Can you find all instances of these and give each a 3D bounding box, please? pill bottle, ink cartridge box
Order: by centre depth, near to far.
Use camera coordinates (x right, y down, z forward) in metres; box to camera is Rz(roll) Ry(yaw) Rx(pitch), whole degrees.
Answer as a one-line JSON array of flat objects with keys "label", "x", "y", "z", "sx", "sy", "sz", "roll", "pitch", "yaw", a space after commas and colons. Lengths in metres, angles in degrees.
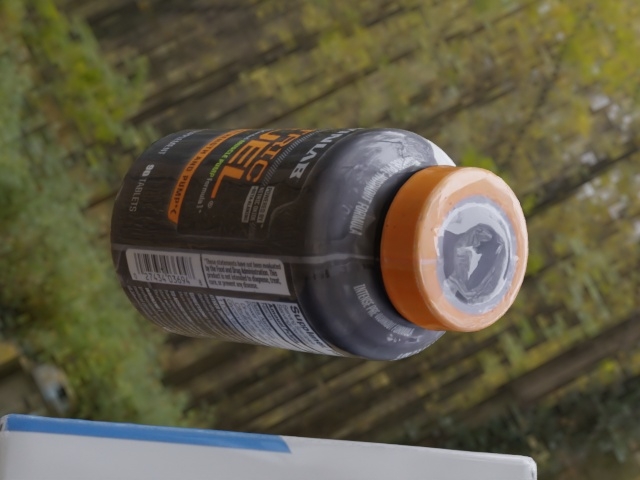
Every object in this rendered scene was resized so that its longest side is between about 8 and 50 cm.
[{"label": "pill bottle", "x": 0.000, "y": 0.000, "z": 0.991, "sx": 0.245, "sy": 0.130, "sz": 0.130, "roll": 3, "pitch": -54, "yaw": 47}, {"label": "ink cartridge box", "x": -0.047, "y": 0.245, "z": 1.033, "sx": 0.395, "sy": 0.285, "sz": 0.166, "roll": 102, "pitch": -8, "yaw": -66}]
